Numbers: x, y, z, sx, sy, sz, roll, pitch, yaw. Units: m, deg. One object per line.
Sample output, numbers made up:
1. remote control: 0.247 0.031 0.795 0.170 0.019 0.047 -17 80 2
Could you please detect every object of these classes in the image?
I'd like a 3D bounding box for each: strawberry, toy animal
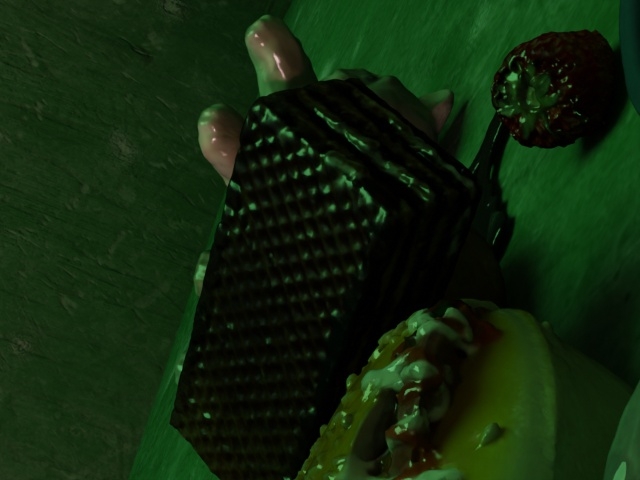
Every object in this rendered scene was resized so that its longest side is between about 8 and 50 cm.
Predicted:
1. strawberry: 0.146 -0.093 0.773 0.083 0.073 0.073 -30 -18 -38
2. toy animal: 0.000 0.000 1.108 0.308 0.188 0.266 -64 -27 -43

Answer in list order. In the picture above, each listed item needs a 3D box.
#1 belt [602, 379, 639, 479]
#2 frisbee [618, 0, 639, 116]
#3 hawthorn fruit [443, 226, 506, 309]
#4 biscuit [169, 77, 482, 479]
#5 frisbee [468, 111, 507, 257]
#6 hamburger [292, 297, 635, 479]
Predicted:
1. belt: 0.160 0.049 0.205 0.227 0.115 0.324 -70 11 -19
2. frisbee: 0.217 -0.172 0.550 0.289 0.049 0.289 -162 90 -79
3. hawthorn fruit: 0.022 0.028 0.784 0.149 0.189 0.149 -25 53 37
4. biscuit: -0.006 0.044 0.674 0.070 0.106 0.252 -19 -40 -38
5. frisbee: 0.123 -0.059 0.951 0.211 0.012 0.187 -139 71 -80
6. hamburger: 0.034 0.167 0.559 0.227 0.151 0.295 140 148 -77
